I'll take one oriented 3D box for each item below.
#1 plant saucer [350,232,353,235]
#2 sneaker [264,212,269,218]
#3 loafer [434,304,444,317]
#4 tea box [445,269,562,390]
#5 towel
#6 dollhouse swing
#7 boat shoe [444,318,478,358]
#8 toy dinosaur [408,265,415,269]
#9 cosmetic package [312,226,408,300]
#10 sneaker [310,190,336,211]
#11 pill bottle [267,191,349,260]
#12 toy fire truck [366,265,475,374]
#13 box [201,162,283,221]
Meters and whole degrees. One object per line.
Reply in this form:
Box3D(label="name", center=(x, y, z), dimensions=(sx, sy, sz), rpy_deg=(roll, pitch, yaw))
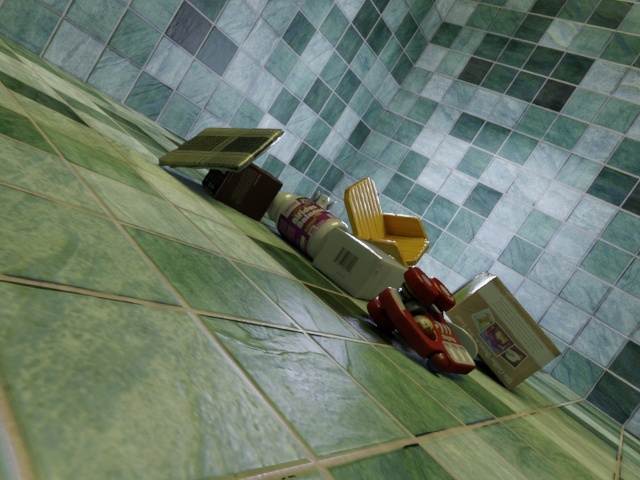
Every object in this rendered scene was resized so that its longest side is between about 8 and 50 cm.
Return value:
Box3D(label="plant saucer", center=(0.202, 0.037, 2.107), dimensions=(0.259, 0.047, 0.258), rpy_deg=(-7, 37, -31))
Box3D(label="sneaker", center=(-0.229, -0.144, 1.891), dimensions=(0.178, 0.077, 0.072), rpy_deg=(28, 8, -47))
Box3D(label="loafer", center=(0.377, 0.207, 1.777), dimensions=(0.302, 0.109, 0.095), rpy_deg=(51, -26, 34))
Box3D(label="tea box", center=(0.625, 0.305, 1.644), dimensions=(0.329, 0.220, 0.323), rpy_deg=(51, 9, 5))
Box3D(label="towel", center=(-0.328, -0.305, 1.533), dimensions=(0.325, 0.056, 0.312), rpy_deg=(8, 37, 22))
Box3D(label="dollhouse swing", center=(0.296, -0.094, 1.975), dimensions=(0.315, 0.304, 0.347), rpy_deg=(8, 23, 27))
Box3D(label="boat shoe", center=(0.413, 0.302, 1.517), dimensions=(0.258, 0.095, 0.084), rpy_deg=(38, 11, 33))
Box3D(label="toy dinosaur", center=(0.399, 0.186, 2.468), dimensions=(0.219, 0.164, 0.322), rpy_deg=(16, 28, -16))
Box3D(label="cosmetic package", center=(0.155, 0.094, 1.559), dimensions=(0.197, 0.155, 0.366), rpy_deg=(36, 6, 28))
Box3D(label="sneaker", center=(-0.024, -0.147, 2.392), dimensions=(0.137, 0.210, 0.366), rpy_deg=(32, 5, -7))
Box3D(label="pill bottle", center=(-0.055, -0.058, 1.629), dimensions=(0.302, 0.169, 0.169), rpy_deg=(36, 6, 36))
Box3D(label="toy fire truck", center=(0.275, 0.225, 1.174), dimensions=(0.302, 0.169, 0.253), rpy_deg=(25, 28, -50))
Box3D(label="box", center=(-0.281, -0.204, 1.635), dimensions=(0.203, 0.167, 0.168), rpy_deg=(29, 6, -36))
